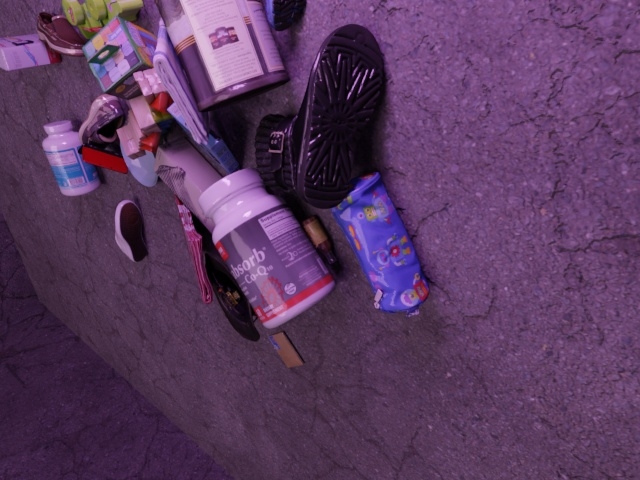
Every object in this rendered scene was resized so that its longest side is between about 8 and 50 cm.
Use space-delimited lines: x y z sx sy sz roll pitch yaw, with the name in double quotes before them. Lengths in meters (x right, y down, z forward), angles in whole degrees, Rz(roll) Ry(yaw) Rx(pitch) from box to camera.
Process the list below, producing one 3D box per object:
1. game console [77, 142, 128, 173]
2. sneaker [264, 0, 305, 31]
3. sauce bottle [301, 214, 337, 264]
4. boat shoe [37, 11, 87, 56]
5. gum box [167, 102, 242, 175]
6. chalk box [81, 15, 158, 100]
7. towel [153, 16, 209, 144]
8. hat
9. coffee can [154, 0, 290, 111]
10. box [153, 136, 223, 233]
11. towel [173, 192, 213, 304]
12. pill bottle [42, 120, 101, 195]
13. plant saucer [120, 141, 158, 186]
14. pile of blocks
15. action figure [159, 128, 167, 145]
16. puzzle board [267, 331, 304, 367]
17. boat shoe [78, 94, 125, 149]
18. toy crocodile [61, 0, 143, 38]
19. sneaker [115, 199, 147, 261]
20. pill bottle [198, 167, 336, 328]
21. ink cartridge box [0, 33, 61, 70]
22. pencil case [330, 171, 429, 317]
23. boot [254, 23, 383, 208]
"game console" -0.744 -0.267 1.494 0.124 0.144 0.085 -15 66 47
"sneaker" -0.083 -0.513 0.819 0.087 0.083 0.220 28 128 44
"sauce bottle" 0.000 0.000 1.090 0.042 0.042 0.128 -25 96 47
"boat shoe" -0.807 -0.646 1.358 0.258 0.095 0.095 30 127 25
"gum box" -0.288 -0.252 1.111 0.157 0.041 0.184 42 175 12
"chalk box" -0.470 -0.436 1.068 0.133 0.213 0.131 -28 87 18
"towel" -0.303 -0.366 0.961 0.209 0.034 0.284 69 -177 -48
"hat" -0.225 0.150 1.323 0.331 0.134 0.331 41 147 35
"coffee can" -0.202 -0.424 0.880 0.202 0.202 0.275 -4 112 43
"box" -0.354 -0.159 1.265 0.275 0.094 0.113 45 137 10
"towel" -0.391 0.008 1.343 0.329 0.037 0.236 -127 29 -49
"pill bottle" -0.947 -0.312 1.658 0.146 0.146 0.263 16 125 34
"plant saucer" -0.582 -0.273 1.437 0.195 0.037 0.194 21 129 30
"pile of blocks" -0.427 -0.310 1.157 0.362 0.149 0.112 -30 82 52
"action figure" -0.500 -0.387 1.278 0.137 0.063 0.232 14 128 32
"puzzle board" -0.114 0.362 1.450 0.096 0.011 0.128 -29 95 49
"boat shoe" -0.723 -0.366 1.458 0.285 0.103 0.092 -38 84 42
"toy crocodile" -0.576 -0.602 1.164 0.341 0.115 0.105 15 131 37
"sneaker" -0.759 -0.046 1.690 0.123 0.106 0.289 30 134 21
"pill bottle" -0.138 0.017 1.094 0.210 0.210 0.362 -35 86 48
"ink cartridge box" -0.996 -0.634 1.470 0.128 0.175 0.072 28 132 25
"pencil case" 0.122 0.013 0.925 0.119 0.133 0.305 -7 111 62
"boot" -0.025 -0.249 0.891 0.260 0.131 0.347 37 113 57
